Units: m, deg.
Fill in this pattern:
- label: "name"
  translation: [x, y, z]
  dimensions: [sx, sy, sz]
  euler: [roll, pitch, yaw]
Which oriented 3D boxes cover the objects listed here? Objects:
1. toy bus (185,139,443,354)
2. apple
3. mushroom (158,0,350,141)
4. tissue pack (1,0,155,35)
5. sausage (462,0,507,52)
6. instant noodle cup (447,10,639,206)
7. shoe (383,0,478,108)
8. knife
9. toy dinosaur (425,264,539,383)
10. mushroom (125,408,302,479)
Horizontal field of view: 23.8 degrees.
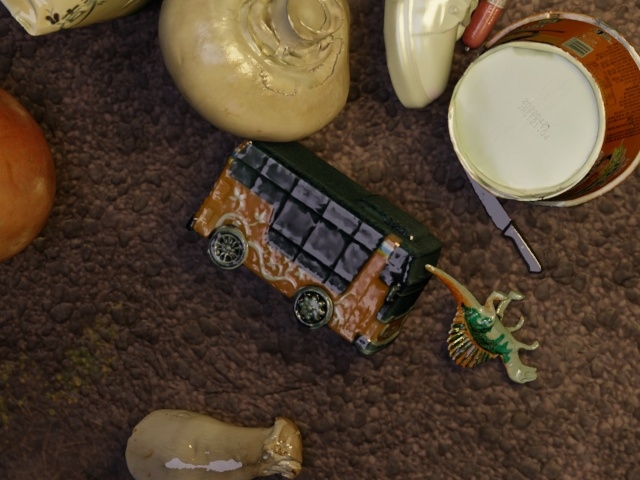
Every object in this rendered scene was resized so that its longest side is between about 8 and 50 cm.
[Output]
- label: "toy bus"
  translation: [0.000, 0.000, 1.827]
  dimensions: [0.275, 0.138, 0.167]
  euler: [36, 107, 13]
- label: "apple"
  translation: [-0.463, -0.086, 1.929]
  dimensions: [0.253, 0.253, 0.254]
  euler: [3, 100, 19]
- label: "mushroom"
  translation: [-0.057, -0.234, 1.748]
  dimensions: [0.202, 0.246, 0.246]
  euler: [-15, 94, 52]
- label: "tissue pack"
  translation: [-0.176, -0.430, 1.718]
  dimensions: [0.405, 0.332, 0.205]
  euler: [-38, 88, 21]
- label: "sausage"
  translation: [0.221, -0.315, 1.753]
  dimensions: [0.029, 0.029, 0.223]
  euler: [32, 107, 12]
- label: "instant noodle cup"
  translation: [0.248, -0.139, 1.691]
  dimensions: [0.230, 0.182, 0.230]
  euler: [3, 100, 18]
- label: "shoe"
  translation: [0.166, -0.329, 1.718]
  dimensions: [0.160, 0.132, 0.363]
  euler: [4, 93, 22]
- label: "knife"
  translation: [0.214, -0.030, 1.812]
  dimensions: [0.023, 0.010, 0.170]
  euler: [-34, 85, 15]
- label: "toy dinosaur"
  translation: [0.187, 0.104, 1.797]
  dimensions: [0.187, 0.044, 0.106]
  euler: [17, 104, -24]
- label: "mushroom"
  translation: [-0.135, 0.275, 1.941]
  dimensions: [0.225, 0.093, 0.116]
  euler: [1, 78, 24]
